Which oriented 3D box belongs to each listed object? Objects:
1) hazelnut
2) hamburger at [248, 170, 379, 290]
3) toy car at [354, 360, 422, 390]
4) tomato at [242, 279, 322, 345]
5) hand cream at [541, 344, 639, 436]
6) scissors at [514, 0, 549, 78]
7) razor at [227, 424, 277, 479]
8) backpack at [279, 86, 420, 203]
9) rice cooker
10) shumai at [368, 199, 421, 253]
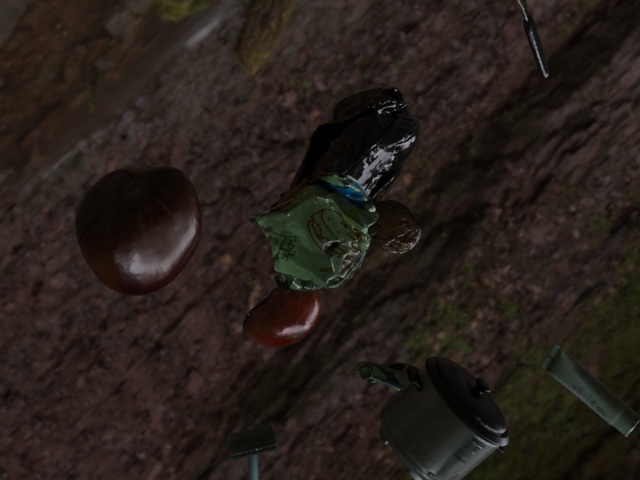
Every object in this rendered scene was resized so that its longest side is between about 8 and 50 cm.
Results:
[{"bbox_3d":[-0.305,-0.023,1.526,0.229,0.229,0.229,-45,-179,1],"label":"hazelnut"},{"bbox_3d":[0.007,0.004,1.930,0.260,0.276,0.150,-21,-150,-1],"label":"hamburger"},{"bbox_3d":[0.193,0.335,2.228,0.090,0.224,0.076,44,66,-70],"label":"toy car"},{"bbox_3d":[-0.075,0.204,2.329,0.228,0.112,0.199,-44,148,14],"label":"tomato"},{"bbox_3d":[0.512,0.285,1.731,0.050,0.205,0.078,-33,154,-34],"label":"hand cream"},{"bbox_3d":[0.343,-0.364,1.508,0.017,0.220,0.088,-5,-142,33],"label":"scissors"},{"bbox_3d":[-0.157,0.521,2.150,0.106,0.068,0.232,-11,142,-10],"label":"razor"},{"bbox_3d":[0.084,-0.203,2.372,0.446,0.255,0.363,-51,179,25],"label":"backpack"},{"bbox_3d":[0.268,0.377,1.930,0.227,0.280,0.241,-47,-165,16],"label":"rice cooker"},{"bbox_3d":[0.183,-0.029,2.293,0.123,0.139,0.105,-51,156,-7],"label":"shumai"}]
